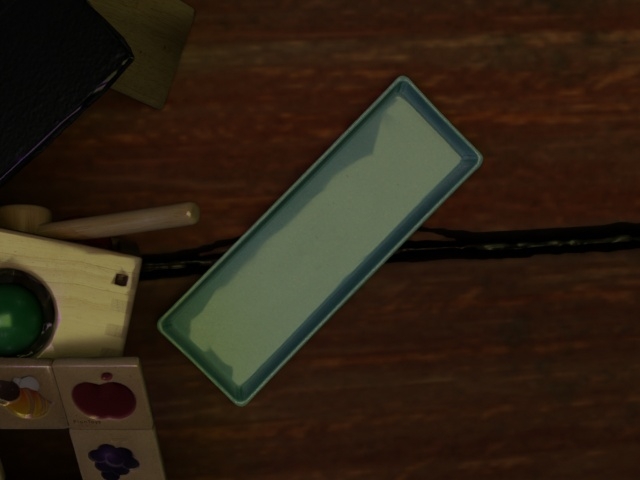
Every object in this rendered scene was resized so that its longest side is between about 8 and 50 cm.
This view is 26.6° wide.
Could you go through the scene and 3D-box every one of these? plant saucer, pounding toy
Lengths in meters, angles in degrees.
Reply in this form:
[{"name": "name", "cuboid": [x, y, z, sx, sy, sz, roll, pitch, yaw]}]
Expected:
[{"name": "plant saucer", "cuboid": [0.000, 0.000, 0.738, 0.067, 0.018, 0.192, 45, 85, -9]}, {"name": "pounding toy", "cuboid": [-0.135, 0.017, 0.655, 0.130, 0.141, 0.100, 12, 91, -10]}]

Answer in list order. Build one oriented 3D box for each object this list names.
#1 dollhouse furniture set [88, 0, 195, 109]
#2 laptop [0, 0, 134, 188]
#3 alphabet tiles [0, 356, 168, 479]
[{"name": "dollhouse furniture set", "cuboid": [-0.149, -0.167, 0.699, 0.151, 0.123, 0.144, 19, 90, 25]}, {"name": "laptop", "cuboid": [-0.260, -0.105, 0.569, 0.234, 0.136, 0.264, -42, 69, 5]}, {"name": "alphabet tiles", "cuboid": [-0.187, 0.131, 0.659, 0.237, 0.009, 0.198, 0, 128, 7]}]
